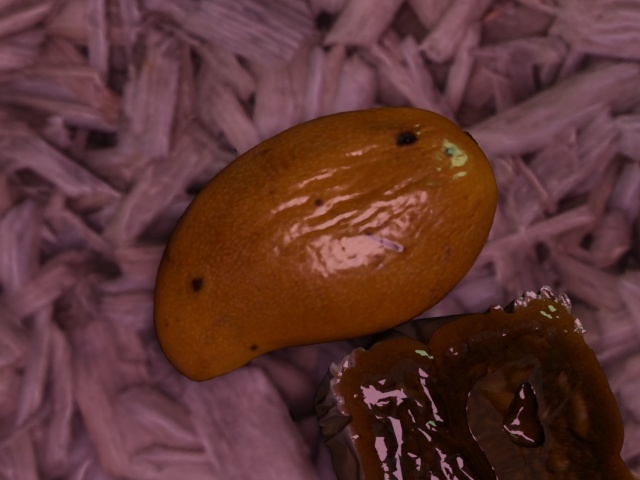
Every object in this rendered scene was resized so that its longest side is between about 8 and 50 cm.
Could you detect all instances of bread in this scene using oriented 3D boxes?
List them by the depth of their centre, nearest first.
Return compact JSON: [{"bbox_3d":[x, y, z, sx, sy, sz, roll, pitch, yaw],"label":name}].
[{"bbox_3d":[0.112,0.149,1.057,0.192,0.110,0.209,-18,87,-13],"label":"bread"}]

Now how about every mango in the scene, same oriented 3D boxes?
[{"bbox_3d":[0.002,-0.001,1.052,0.262,0.109,0.157,-29,87,-12],"label":"mango"}]
